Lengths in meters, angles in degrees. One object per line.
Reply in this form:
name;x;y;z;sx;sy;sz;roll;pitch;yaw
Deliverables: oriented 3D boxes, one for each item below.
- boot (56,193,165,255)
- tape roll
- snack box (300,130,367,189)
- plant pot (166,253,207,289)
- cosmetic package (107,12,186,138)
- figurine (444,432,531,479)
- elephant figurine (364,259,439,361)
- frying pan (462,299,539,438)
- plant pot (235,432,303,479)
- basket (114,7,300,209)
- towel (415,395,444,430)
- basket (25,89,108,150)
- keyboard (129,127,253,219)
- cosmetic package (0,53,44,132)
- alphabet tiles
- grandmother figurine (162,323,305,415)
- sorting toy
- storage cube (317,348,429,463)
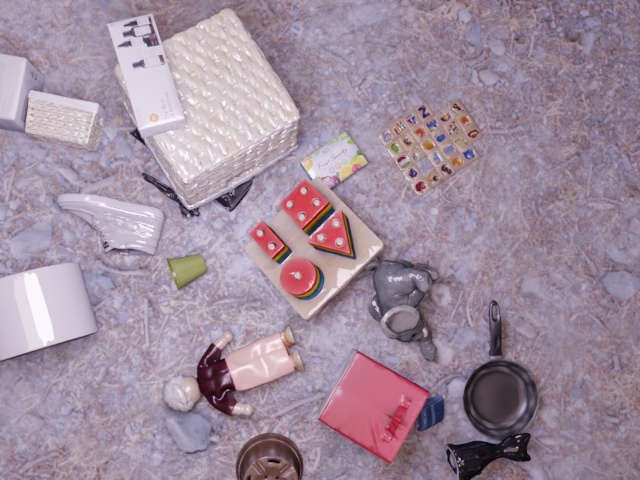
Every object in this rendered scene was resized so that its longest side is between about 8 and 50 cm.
boot;-0.511;-0.033;1.695;0.258;0.095;0.124;10;78;-5
tape roll;-0.643;0.164;1.594;0.246;0.246;0.169;-17;88;-6
snack box;0.033;-0.195;1.787;0.141;0.037;0.100;-35;88;-7
plant pot;-0.321;0.069;1.719;0.079;0.083;0.083;-21;87;-18
cosmetic package;-0.360;-0.342;1.468;0.098;0.060;0.239;-18;83;-9
figurine;0.422;0.582;1.722;0.209;0.092;0.215;-9;101;-10
elephant figurine;0.197;0.175;1.723;0.185;0.169;0.240;15;101;25
frying pan;0.419;0.336;1.769;0.197;0.053;0.326;-26;88;-6
plant pot;-0.118;0.547;1.649;0.166;0.165;0.167;0;85;-4
basket;-0.256;-0.305;1.641;0.328;0.266;0.331;-31;85;-11
towel;0.267;0.421;1.722;0.029;0.119;0.067;-5;88;34
basket;-0.612;-0.285;1.700;0.167;0.113;0.103;10;87;-4
keyboard;-0.336;-0.180;1.757;0.317;0.033;0.202;38;77;0
cosmetic package;-0.777;-0.353;1.670;0.183;0.151;0.152;9;84;-5
alphabet tiles;0.296;-0.257;1.831;0.237;0.009;0.198;-33;89;-7
grandmother figurine;-0.214;0.326;1.698;0.342;0.104;0.208;-19;60;-4
sorting toy;-0.028;0.008;1.672;0.257;0.089;0.255;-44;65;2
storage cube;0.119;0.380;1.664;0.193;0.215;0.184;30;84;4
